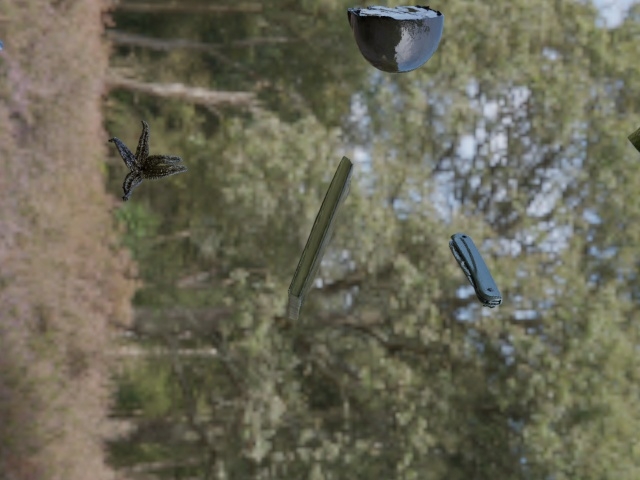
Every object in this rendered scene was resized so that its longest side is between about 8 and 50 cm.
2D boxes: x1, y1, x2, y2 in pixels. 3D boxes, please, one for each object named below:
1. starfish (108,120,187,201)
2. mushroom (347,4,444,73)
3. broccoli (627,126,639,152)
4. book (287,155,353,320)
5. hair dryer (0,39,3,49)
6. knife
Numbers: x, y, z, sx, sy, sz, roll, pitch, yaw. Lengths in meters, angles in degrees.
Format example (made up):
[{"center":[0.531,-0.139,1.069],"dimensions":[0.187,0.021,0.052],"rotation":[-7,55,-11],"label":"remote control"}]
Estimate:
[{"center":[-0.282,-0.111,1.827],"dimensions":[0.041,0.133,0.130],"rotation":[-15,-138,54],"label":"starfish"},{"center":[0.125,-0.335,1.968],"dimensions":[0.141,0.188,0.117],"rotation":[4,-80,39],"label":"mushroom"},{"center":[0.456,-0.208,1.184],"dimensions":[0.221,0.361,0.252],"rotation":[-113,180,-78],"label":"broccoli"},{"center":[0.000,0.000,1.801],"dimensions":[0.160,0.024,0.228],"rotation":[94,17,-73],"label":"book"},{"center":[-0.444,-0.266,1.560],"dimensions":[0.114,0.063,0.037],"rotation":[47,42,-83],"label":"hair dryer"},{"center":[0.230,0.042,1.796],"dimensions":[0.162,0.044,0.023],"rotation":[-110,-149,-51],"label":"knife"}]
